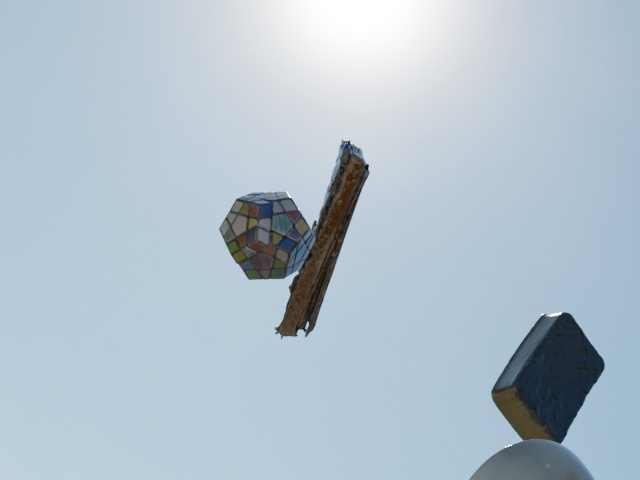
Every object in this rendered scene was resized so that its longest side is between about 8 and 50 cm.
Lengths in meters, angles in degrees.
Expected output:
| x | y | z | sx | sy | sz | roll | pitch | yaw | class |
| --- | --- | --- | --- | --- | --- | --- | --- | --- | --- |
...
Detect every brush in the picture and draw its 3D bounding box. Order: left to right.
| x | y | z | sx | sy | sz | roll | pitch | yaw | class |
| --- | --- | --- | --- | --- | --- | --- | --- | --- | --- |
| 0.342 | 0.206 | 1.711 | 0.123 | 0.197 | 0.059 | 51 | -38 | -12 | brush |

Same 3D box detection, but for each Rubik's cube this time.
| x | y | z | sx | sy | sz | roll | pitch | yaw | class |
| --- | --- | --- | --- | --- | --- | --- | --- | --- | --- |
| -0.061 | -0.006 | 1.314 | 0.111 | 0.111 | 0.093 | -1 | -16 | 40 | Rubik's cube |

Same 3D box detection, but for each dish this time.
| x | y | z | sx | sy | sz | roll | pitch | yaw | class |
| --- | --- | --- | --- | --- | --- | --- | --- | --- | --- |
| 0.256 | 0.347 | 1.302 | 0.086 | 0.236 | 0.228 | 23 | -43 | 62 | dish |

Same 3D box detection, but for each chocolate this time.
| x | y | z | sx | sy | sz | roll | pitch | yaw | class |
| --- | --- | --- | --- | --- | --- | --- | --- | --- | --- |
| 0.006 | 0.003 | 1.791 | 0.065 | 0.329 | 0.102 | 18 | 17 | -6 | chocolate |
